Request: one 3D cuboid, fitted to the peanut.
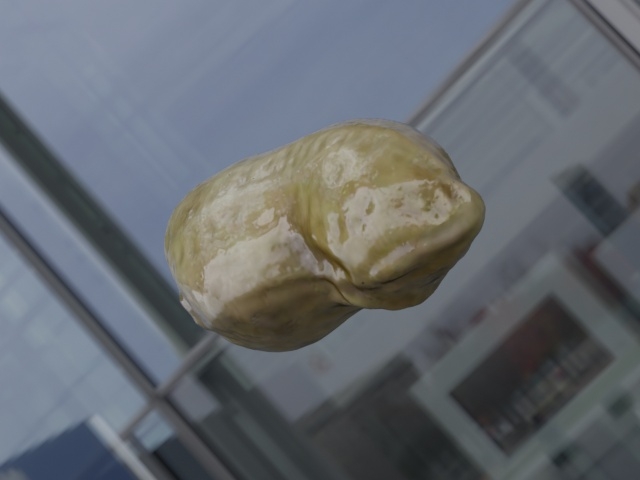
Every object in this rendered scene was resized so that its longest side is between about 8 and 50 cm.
[{"bbox_3d":[0.000,0.000,0.947,0.253,0.122,0.137,-20,25,41],"label":"peanut"}]
